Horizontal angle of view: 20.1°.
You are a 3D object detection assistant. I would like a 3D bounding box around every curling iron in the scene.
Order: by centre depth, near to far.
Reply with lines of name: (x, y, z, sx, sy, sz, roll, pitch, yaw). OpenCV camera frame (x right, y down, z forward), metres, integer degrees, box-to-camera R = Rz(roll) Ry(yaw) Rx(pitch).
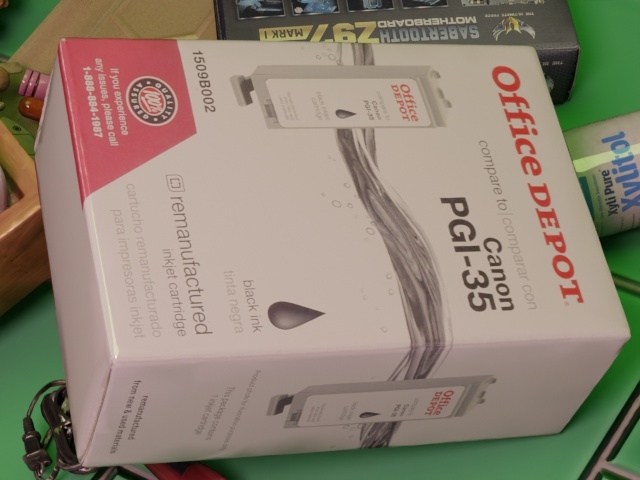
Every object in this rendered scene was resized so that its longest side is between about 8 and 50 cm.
curling iron: (-0.070, 0.155, 0.996, 0.274, 0.035, 0.068, 30, 64, 33)

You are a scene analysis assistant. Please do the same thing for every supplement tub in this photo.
supplement tub: (0.173, -0.038, 1.101, 0.107, 0.071, 0.071, -16, 47, -4)

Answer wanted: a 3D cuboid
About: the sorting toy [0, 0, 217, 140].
sorting toy: (-0.114, -0.079, 1.224, 0.229, 0.041, 0.307, 19, 54, 21)

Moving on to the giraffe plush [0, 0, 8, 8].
giraffe plush: (-0.295, -0.225, 1.323, 0.170, 0.181, 0.210, 22, 41, 2)

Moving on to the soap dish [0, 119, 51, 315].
soap dish: (-0.305, -0.024, 1.126, 0.229, 0.118, 0.291, -39, 50, -5)

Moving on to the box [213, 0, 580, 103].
box: (0.044, -0.170, 1.222, 0.232, 0.059, 0.183, -5, 52, -6)

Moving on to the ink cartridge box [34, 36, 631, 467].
ink cartridge box: (0.000, 0.000, 0.984, 0.283, 0.117, 0.207, -2, 57, -19)

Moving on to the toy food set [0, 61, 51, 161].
toy food set: (-0.190, -0.086, 1.180, 0.078, 0.019, 0.122, -10, 46, -42)
